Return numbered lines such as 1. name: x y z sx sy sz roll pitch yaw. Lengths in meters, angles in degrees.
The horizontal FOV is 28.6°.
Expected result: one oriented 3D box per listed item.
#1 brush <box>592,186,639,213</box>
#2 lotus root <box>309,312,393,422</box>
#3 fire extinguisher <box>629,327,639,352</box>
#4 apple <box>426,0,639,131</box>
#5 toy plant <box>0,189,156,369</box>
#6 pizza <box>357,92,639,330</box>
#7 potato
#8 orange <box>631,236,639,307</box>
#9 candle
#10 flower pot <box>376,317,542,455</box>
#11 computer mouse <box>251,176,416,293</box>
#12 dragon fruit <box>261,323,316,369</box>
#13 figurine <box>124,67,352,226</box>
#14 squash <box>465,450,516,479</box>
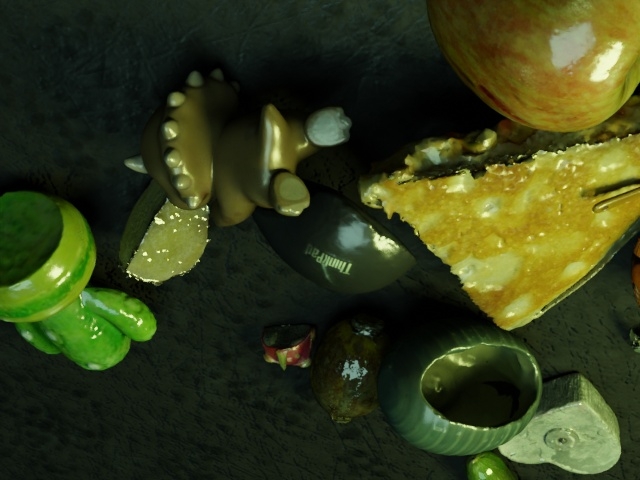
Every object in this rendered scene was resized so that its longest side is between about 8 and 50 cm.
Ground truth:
1. brush: 0.391 -0.065 1.461 0.169 0.014 0.043 -21 149 -11
2. lotus root: 0.044 0.192 1.822 0.120 0.120 0.210 14 128 -2
3. fire extinguisher: 0.504 0.155 1.739 0.177 0.050 0.062 15 159 -3
4. apple: 0.235 -0.251 1.288 0.264 0.264 0.264 6 133 6
5. toy plant: -0.364 0.078 1.784 0.224 0.185 0.316 0 148 17
6. pizza: 0.230 -0.073 1.501 0.406 0.130 0.440 11 133 -28
7. potato: -0.206 -0.029 1.706 0.100 0.089 0.172 20 103 -34
8. orange: 0.498 0.041 1.549 0.234 0.182 0.234 4 141 4
9. candle: 0.361 0.269 1.861 0.192 0.068 0.169 9 132 -2
10. flower pot: 0.191 0.201 1.738 0.243 0.189 0.157 3 173 -32
11. computer mouse: 0.000 0.000 1.566 0.170 0.269 0.100 42 81 -25
12. dragon fruit: -0.046 0.161 1.846 0.083 0.060 0.056 -3 128 11
13. figurine: -0.119 -0.119 1.515 0.173 0.177 0.247 40 162 -28
14. squash: 0.295 0.411 2.003 0.066 0.066 0.229 -19 126 25
